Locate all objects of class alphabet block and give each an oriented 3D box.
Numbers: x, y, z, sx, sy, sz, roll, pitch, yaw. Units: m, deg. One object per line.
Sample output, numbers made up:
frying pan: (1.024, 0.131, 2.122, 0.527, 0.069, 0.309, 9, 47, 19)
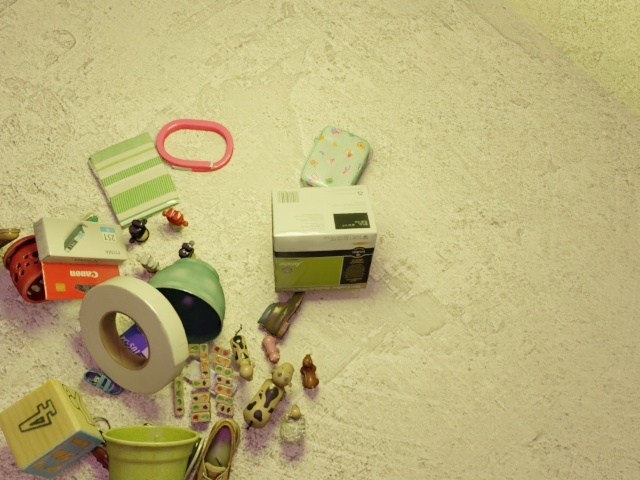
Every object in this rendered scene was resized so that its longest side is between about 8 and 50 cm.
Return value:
alphabet block: (-0.820, 0.576, 1.682, 0.193, 0.192, 0.197, -34, 63, -17)

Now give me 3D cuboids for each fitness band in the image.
fitness band: (-0.481, -0.369, 2.119, 0.291, 0.054, 0.208, 4, 71, -5)

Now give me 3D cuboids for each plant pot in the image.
plant pot: (-0.949, 0.089, 1.858, 0.191, 0.191, 0.174, -40, 70, -16)
plant pot: (-0.444, 0.184, 1.841, 0.293, 0.293, 0.196, 13, 44, -1)
plant pot: (-0.506, 0.693, 1.604, 0.276, 0.276, 0.253, 5, 80, -4)

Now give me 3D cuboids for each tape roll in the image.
tape roll: (-0.593, 0.301, 1.737, 0.392, 0.392, 0.072, 41, 32, 9)

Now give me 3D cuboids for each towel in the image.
towel: (-0.696, -0.229, 2.063, 0.248, 0.038, 0.324, -26, 74, -14)

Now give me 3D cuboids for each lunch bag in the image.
lunch bag: (0.052, -0.296, 2.114, 0.224, 0.108, 0.279, 23, 69, 8)

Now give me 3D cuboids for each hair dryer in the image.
hair dryer: (-0.652, 0.719, 1.744, 0.224, 0.080, 0.293, 1, 63, 7)

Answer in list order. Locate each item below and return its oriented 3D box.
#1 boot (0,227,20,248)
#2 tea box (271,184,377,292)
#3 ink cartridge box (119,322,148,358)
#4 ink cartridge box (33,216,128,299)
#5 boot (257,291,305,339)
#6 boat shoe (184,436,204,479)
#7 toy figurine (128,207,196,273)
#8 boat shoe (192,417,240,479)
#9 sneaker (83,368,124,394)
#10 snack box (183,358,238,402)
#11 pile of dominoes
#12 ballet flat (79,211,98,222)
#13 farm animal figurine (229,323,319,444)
boot: (-1.115, 0.036, 1.855, 0.305, 0.112, 0.115, -20, 79, 25)
tea box: (0.000, 0.000, 1.874, 0.329, 0.323, 0.219, -2, 50, -7)
ink cartridge box: (-0.580, 0.375, 1.866, 0.207, 0.046, 0.097, 44, 72, 10)
ink cartridge box: (-0.782, 0.063, 1.837, 0.066, 0.296, 0.261, -27, 72, 28)
boot: (-0.131, 0.228, 1.937, 0.106, 0.082, 0.219, 27, 71, 3)
boat shoe: (-0.447, 0.725, 1.741, 0.079, 0.084, 0.233, 30, 75, 5)
toy figurine: (-0.556, 0.006, 1.946, 0.213, 0.148, 0.209, -21, 81, -14)
boat shoe: (-0.339, 0.723, 1.732, 0.123, 0.120, 0.323, 11, 71, -1)
sneaker: (-0.719, 0.468, 1.815, 0.144, 0.059, 0.053, 23, 69, 1)
snack box: (-0.372, 0.475, 1.864, 0.178, 0.022, 0.064, 30, 73, 5)
pile of dominoes: (-0.388, 0.466, 1.818, 0.196, 0.040, 0.251, -3, 86, -3)
ballet flat: (-0.874, -0.038, 1.981, 0.052, 0.057, 0.168, 32, 65, 35)
farm animal figurine: (-0.172, 0.466, 1.805, 0.331, 0.172, 0.326, 17, 71, 1)
